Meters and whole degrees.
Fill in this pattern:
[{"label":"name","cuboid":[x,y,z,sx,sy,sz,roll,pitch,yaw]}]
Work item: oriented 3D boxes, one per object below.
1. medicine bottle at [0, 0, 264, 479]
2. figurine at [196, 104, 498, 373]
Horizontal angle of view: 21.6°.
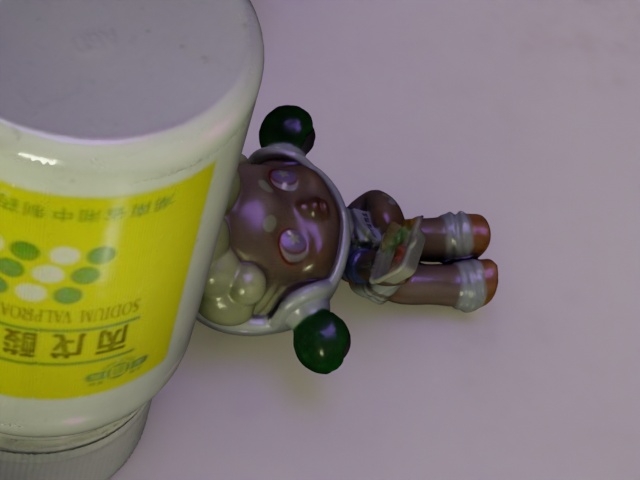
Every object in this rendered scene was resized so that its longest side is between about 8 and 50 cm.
[{"label":"medicine bottle","cuboid":[-0.114,-0.005,0.702,0.143,0.258,0.143,8,51,-10]},{"label":"figurine","cuboid":[0.000,-0.001,0.840,0.197,0.093,0.147,-1,62,-18]}]
